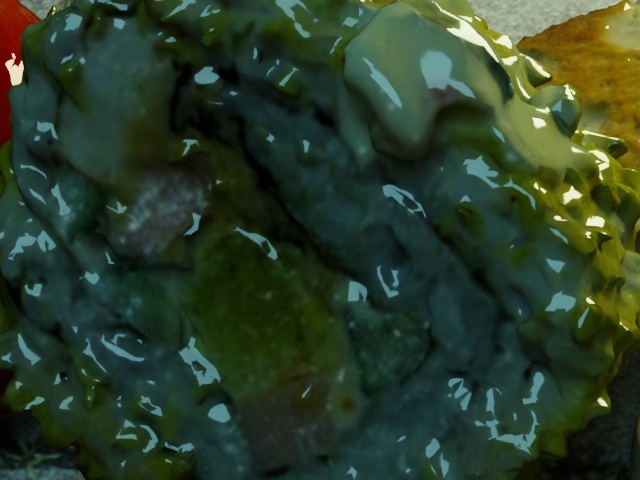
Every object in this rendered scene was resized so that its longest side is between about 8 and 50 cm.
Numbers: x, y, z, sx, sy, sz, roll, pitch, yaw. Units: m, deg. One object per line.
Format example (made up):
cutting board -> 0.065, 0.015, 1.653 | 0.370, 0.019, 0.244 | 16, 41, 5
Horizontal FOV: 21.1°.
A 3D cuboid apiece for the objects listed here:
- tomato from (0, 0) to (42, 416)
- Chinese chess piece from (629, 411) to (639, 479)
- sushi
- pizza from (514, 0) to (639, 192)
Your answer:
tomato -> -0.303, -0.022, 1.210 | 0.325, 0.293, 0.290 | -27, 41, -13
Chinese chess piece -> 0.302, 0.126, 0.963 | 0.257, 0.104, 0.257 | -16, 20, 6
sushi -> 0.000, 0.000, 1.000 | 0.396, 0.240, 0.351 | 42, 114, 11
pizza -> 0.325, -0.092, 1.148 | 0.406, 0.130, 0.440 | -40, 39, -25
